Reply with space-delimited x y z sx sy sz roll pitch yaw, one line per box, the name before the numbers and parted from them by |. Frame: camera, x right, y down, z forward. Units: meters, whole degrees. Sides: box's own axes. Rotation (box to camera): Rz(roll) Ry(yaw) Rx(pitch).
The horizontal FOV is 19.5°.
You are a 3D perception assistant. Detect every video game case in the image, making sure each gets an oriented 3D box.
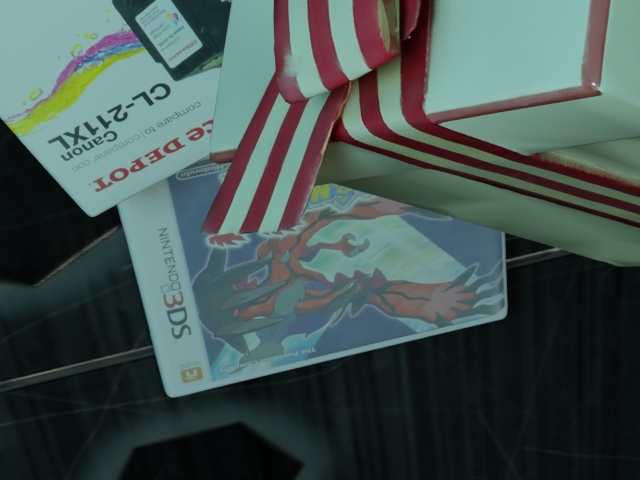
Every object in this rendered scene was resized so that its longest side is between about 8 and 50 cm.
video game case | 0.000 0.000 0.996 0.201 0.023 0.183 -14 137 -5

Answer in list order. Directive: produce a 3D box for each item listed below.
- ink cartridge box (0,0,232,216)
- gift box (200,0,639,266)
ink cartridge box | -0.096 -0.108 0.817 0.127 0.072 0.175 -28 136 10
gift box | 0.095 -0.113 0.710 0.258 0.255 0.276 16 163 -34
